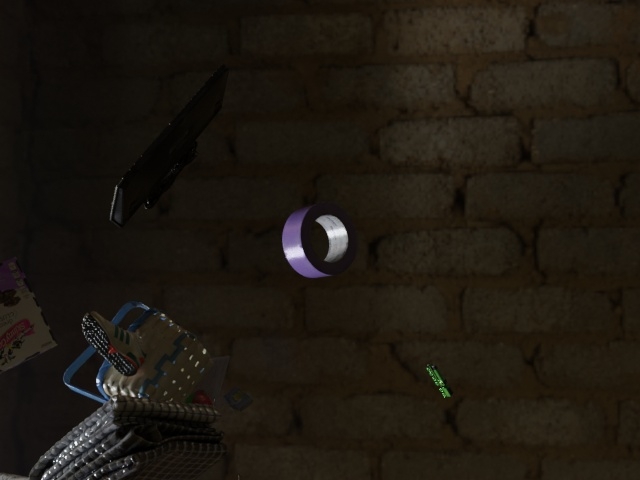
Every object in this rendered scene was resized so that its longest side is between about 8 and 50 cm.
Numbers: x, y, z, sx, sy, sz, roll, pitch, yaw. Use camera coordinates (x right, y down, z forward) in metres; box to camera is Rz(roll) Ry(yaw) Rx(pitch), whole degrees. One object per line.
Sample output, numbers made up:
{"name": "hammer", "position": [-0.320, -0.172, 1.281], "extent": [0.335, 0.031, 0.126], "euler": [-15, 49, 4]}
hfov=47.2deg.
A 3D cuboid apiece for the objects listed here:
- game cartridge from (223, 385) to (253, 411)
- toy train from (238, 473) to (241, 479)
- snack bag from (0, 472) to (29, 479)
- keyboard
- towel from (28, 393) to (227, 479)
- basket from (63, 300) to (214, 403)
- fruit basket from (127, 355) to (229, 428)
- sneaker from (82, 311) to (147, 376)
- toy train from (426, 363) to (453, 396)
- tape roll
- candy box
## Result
{"name": "game cartridge", "position": [-0.226, 0.433, 1.994], "extent": [0.056, 0.017, 0.083], "euler": [-38, -143, -23]}
{"name": "toy train", "position": [-0.083, 0.518, 1.204], "extent": [0.143, 0.248, 0.105], "euler": [5, 153, 3]}
{"name": "snack bag", "position": [-0.724, 0.611, 1.455], "extent": [0.323, 0.037, 0.342], "euler": [-15, -150, 49]}
{"name": "keyboard", "position": [-0.250, -0.146, 1.217], "extent": [0.033, 0.317, 0.201], "euler": [30, 145, 3]}
{"name": "towel", "position": [-0.324, 0.389, 1.261], "extent": [0.283, 0.121, 0.235], "euler": [-39, 145, 23]}
{"name": "basket", "position": [-0.415, 0.277, 1.671], "extent": [0.289, 0.255, 0.201], "euler": [22, 150, 28]}
{"name": "fruit basket", "position": [-0.383, 0.464, 1.914], "extent": [0.165, 0.327, 0.353], "euler": [16, -175, 22]}
{"name": "sneaker", "position": [-0.427, 0.205, 1.532], "extent": [0.057, 0.161, 0.075], "euler": [-33, -169, 29]}
{"name": "toy train", "position": [0.252, 0.294, 1.543], "extent": [0.017, 0.083, 0.023], "euler": [-39, -169, -37]}
{"name": "tape roll", "position": [0.000, 0.000, 1.888], "extent": [0.189, 0.189, 0.080], "euler": [1, 172, -38]}
{"name": "candy box", "position": [-0.635, 0.155, 1.425], "extent": [0.165, 0.196, 0.070], "euler": [-27, -176, -37]}
